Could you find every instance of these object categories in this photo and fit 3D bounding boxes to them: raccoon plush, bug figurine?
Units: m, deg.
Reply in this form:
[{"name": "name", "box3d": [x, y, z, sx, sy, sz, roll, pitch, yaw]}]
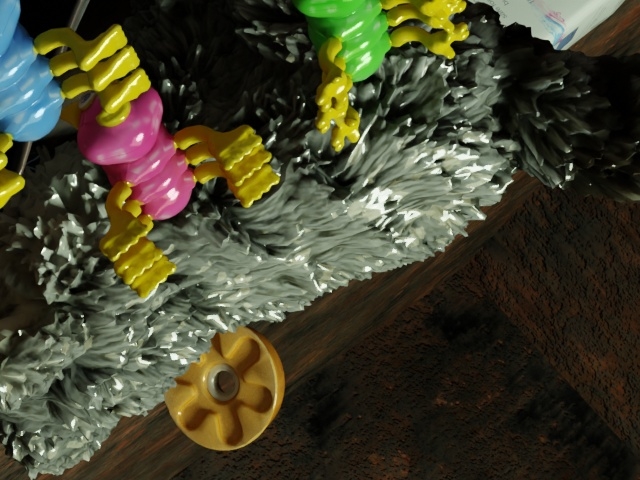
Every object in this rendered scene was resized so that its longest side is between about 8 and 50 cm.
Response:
[{"name": "raccoon plush", "box3d": [0.000, 0.000, 0.858, 0.216, 0.446, 0.299, 51, 54, -50]}, {"name": "bug figurine", "box3d": [-0.045, -0.101, 0.716, 0.279, 0.072, 0.216, -39, 147, -14]}]

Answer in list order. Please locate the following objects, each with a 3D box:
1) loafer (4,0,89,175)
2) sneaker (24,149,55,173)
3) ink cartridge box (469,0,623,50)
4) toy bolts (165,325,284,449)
[{"name": "loafer", "box3d": [-0.119, -0.130, 0.749, 0.109, 0.095, 0.302, -28, 163, -48]}, {"name": "sneaker", "box3d": [-0.197, -0.008, 1.063, 0.232, 0.090, 0.081, -7, 152, -35]}, {"name": "ink cartridge box", "box3d": [0.112, -0.188, 1.223, 0.212, 0.154, 0.093, -39, 171, -24]}, {"name": "toy bolts", "box3d": [-0.126, 0.041, 1.230, 0.158, 0.218, 0.229, -6, 125, -63]}]
